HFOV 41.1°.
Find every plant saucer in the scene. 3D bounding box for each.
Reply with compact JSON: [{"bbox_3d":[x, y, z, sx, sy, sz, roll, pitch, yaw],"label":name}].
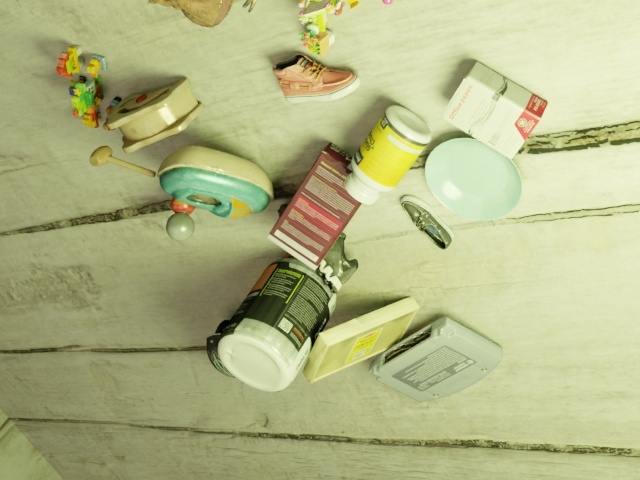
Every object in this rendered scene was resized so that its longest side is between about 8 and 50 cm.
[{"bbox_3d":[0.300,-0.125,1.654,0.195,0.037,0.195,17,135,18],"label":"plant saucer"}]

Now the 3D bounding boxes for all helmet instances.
[{"bbox_3d":[-0.218,0.285,2.264,0.169,0.161,0.169,17,136,17],"label":"helmet"}]

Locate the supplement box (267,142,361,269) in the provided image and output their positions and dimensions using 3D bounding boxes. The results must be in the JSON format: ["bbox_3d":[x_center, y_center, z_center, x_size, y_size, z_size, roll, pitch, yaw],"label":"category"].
[{"bbox_3d":[0.004,-0.071,1.801,0.130,0.073,0.239,35,117,-2],"label":"supplement box"}]

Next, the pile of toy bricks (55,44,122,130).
[{"bbox_3d":[-0.529,-0.321,1.930,0.118,0.105,0.212,18,136,17],"label":"pile of toy bricks"}]

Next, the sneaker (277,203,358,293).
[{"bbox_3d":[0.000,0.000,1.930,0.234,0.106,0.078,52,170,6],"label":"sneaker"}]

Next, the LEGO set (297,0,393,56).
[{"bbox_3d":[0.008,-0.387,1.476,0.132,0.107,0.287,28,155,-19],"label":"LEGO set"}]

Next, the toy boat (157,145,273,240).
[{"bbox_3d":[-0.256,-0.094,1.908,0.267,0.148,0.318,15,162,-29],"label":"toy boat"}]

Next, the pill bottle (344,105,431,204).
[{"bbox_3d":[0.124,-0.160,1.644,0.103,0.103,0.184,35,119,-2],"label":"pill bottle"}]

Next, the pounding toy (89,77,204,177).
[{"bbox_3d":[-0.374,-0.243,1.892,0.269,0.154,0.155,-19,119,20],"label":"pounding toy"}]

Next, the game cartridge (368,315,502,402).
[{"bbox_3d":[0.275,0.288,2.006,0.196,0.060,0.294,33,136,-18],"label":"game cartridge"}]

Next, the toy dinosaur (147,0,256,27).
[{"bbox_3d":[-0.194,-0.469,1.580,0.200,0.127,0.296,30,144,-7],"label":"toy dinosaur"}]

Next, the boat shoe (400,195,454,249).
[{"bbox_3d":[0.221,-0.037,1.782,0.142,0.040,0.049,40,138,-8],"label":"boat shoe"}]

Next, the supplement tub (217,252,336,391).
[{"bbox_3d":[-0.085,0.174,1.963,0.193,0.316,0.193,18,137,17],"label":"supplement tub"}]

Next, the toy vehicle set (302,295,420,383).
[{"bbox_3d":[0.093,0.228,1.958,0.035,0.267,0.166,54,145,26],"label":"toy vehicle set"}]

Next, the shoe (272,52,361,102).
[{"bbox_3d":[-0.011,-0.316,1.645,0.178,0.063,0.081,-1,133,38],"label":"shoe"}]

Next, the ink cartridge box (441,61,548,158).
[{"bbox_3d":[0.310,-0.233,1.526,0.150,0.063,0.109,32,139,3],"label":"ink cartridge box"}]
